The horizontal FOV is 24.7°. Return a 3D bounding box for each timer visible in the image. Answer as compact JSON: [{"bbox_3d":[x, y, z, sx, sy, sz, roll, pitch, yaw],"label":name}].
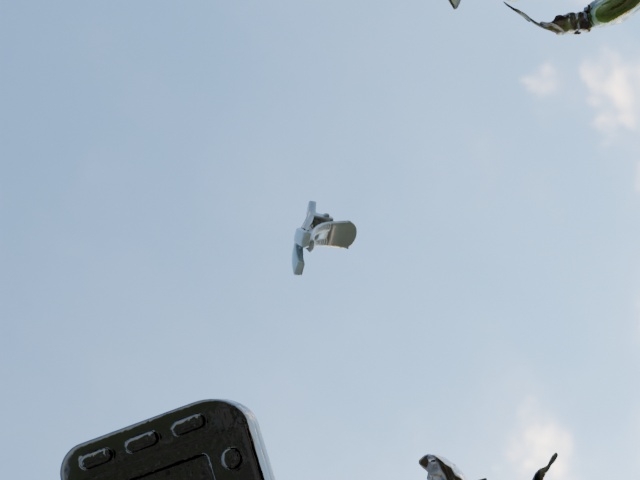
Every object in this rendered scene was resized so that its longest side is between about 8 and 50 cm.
[{"bbox_3d":[-0.086,0.210,0.982,0.055,0.144,0.187,24,-133,-70],"label":"timer"}]

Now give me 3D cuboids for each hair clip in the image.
[{"bbox_3d":[0.000,-0.001,0.991,0.039,0.115,0.030,6,-78,7],"label":"hair clip"}]

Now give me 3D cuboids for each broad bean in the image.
[{"bbox_3d":[0.311,-0.298,1.332,0.098,0.056,0.318,43,-104,13],"label":"broad bean"}]

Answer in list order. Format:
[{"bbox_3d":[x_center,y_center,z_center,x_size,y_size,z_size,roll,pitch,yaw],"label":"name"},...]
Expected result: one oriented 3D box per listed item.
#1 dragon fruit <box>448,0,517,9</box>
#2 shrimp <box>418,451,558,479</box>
[{"bbox_3d":[0.069,-0.137,0.684,0.060,0.083,0.056,-80,-19,-44],"label":"dragon fruit"},{"bbox_3d":[0.128,0.140,0.627,0.169,0.058,0.296,-30,-37,0],"label":"shrimp"}]
